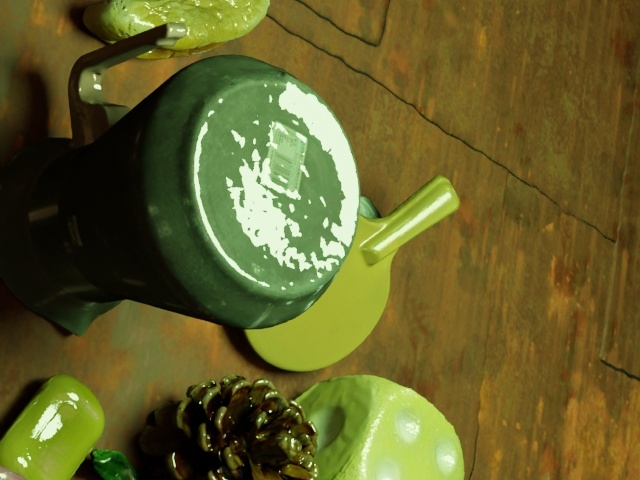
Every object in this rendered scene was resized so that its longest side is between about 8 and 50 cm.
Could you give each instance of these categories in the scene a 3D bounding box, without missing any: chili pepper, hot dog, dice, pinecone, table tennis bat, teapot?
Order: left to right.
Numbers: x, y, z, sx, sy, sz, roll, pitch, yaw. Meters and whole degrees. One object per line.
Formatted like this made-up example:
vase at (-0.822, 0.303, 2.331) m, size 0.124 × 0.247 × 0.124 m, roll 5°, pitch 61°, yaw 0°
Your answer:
chili pepper at (-0.193, 0.298, 1.509) m, size 0.073 × 0.050 × 0.182 m, roll -19°, pitch 94°, yaw -37°
teapot at (-0.156, -0.054, 1.399) m, size 0.253 × 0.344 × 0.300 m, roll -1°, pitch 84°, yaw -45°
hot dog at (-0.154, -0.246, 1.614) m, size 0.242 × 0.084 × 0.073 m, roll -18°, pitch 95°, yaw -46°
pinecone at (-0.091, 0.232, 1.528) m, size 0.179 × 0.195 × 0.150 m, roll 49°, pitch 36°, yaw -20°
table tennis bat at (0.038, 0.026, 1.691) m, size 0.321 × 0.050 × 0.198 m, roll -36°, pitch 119°, yaw -19°
dice at (0.050, 0.268, 1.666) m, size 0.169 × 0.169 × 0.166 m, roll 44°, pitch 56°, yaw -29°

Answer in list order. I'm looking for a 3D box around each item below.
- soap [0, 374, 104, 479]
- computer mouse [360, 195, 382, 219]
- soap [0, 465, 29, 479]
soap at (-0.275, 0.202, 1.448) m, size 0.089 × 0.045 × 0.140 m, roll 55°, pitch 49°, yaw -26°
computer mouse at (0.002, 0.002, 1.732) m, size 0.231 × 0.071 × 0.126 m, roll -18°, pitch 96°, yaw -43°
soap at (-0.425, 0.326, 1.224) m, size 0.233 × 0.128 × 0.360 m, roll 38°, pitch 59°, yaw -35°
